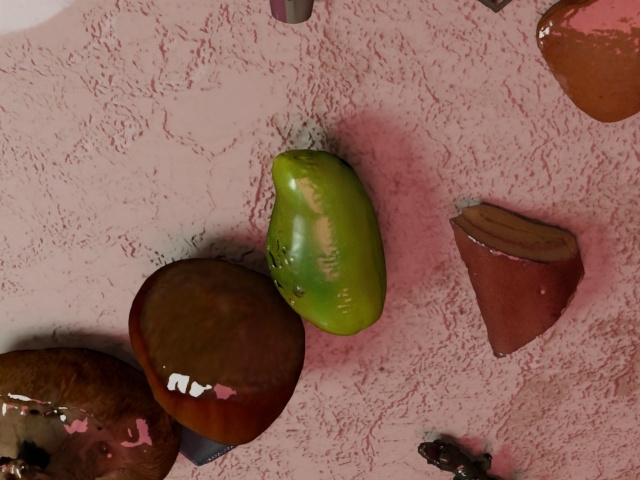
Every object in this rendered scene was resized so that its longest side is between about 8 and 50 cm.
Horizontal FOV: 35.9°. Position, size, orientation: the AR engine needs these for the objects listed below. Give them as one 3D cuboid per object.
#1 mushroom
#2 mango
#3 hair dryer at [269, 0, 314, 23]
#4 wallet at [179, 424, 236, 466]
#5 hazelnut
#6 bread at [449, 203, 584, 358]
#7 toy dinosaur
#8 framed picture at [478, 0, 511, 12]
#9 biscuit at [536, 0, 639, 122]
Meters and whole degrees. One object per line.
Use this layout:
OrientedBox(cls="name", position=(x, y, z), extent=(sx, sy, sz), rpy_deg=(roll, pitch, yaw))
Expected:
OrientedBox(cls="mushroom", position=(-0.331, 0.253, 1.228), extent=(0.267, 0.254, 0.267), rpy_deg=(28, 143, 24))
OrientedBox(cls="mango", position=(0.000, 0.000, 1.016), extent=(0.125, 0.111, 0.233), rpy_deg=(-13, 127, 12))
OrientedBox(cls="hair dryer", position=(0.028, -0.243, 0.859), extent=(0.154, 0.054, 0.106), rpy_deg=(1, 133, 4))
OrientedBox(cls="wallet", position=(-0.146, 0.242, 1.285), extent=(0.088, 0.026, 0.129), rpy_deg=(45, 125, -10))
OrientedBox(cls="hazelnut", position=(-0.109, 0.115, 1.095), extent=(0.210, 0.210, 0.186), rpy_deg=(40, 101, -20))
OrientedBox(cls="bread", position=(0.214, 0.039, 1.035), extent=(0.119, 0.067, 0.192), rpy_deg=(-13, 125, 19))
OrientedBox(cls="toy dinosaur", position=(0.173, 0.318, 1.300), extent=(0.179, 0.087, 0.187), rpy_deg=(3, 122, 56))
OrientedBox(cls="framed picture", position=(0.177, -0.303, 0.745), extent=(0.209, 0.019, 0.281), rpy_deg=(21, 133, -41))
OrientedBox(cls="biscuit", position=(0.309, -0.163, 0.879), extent=(0.192, 0.036, 0.186), rpy_deg=(-23, 123, 26))
